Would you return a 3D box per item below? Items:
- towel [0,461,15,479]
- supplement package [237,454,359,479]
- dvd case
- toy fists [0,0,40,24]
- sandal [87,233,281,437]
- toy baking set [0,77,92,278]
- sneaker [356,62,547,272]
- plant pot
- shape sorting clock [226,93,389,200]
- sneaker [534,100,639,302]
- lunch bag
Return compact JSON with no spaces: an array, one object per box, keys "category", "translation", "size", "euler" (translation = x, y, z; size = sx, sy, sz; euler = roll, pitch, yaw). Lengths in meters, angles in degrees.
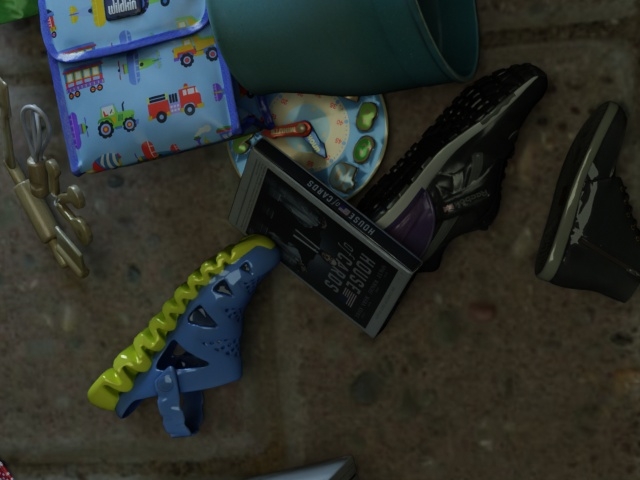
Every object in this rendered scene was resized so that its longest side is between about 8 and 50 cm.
[{"category":"towel","translation":[-0.511,0.340,1.955],"size":[0.199,0.031,0.275],"euler":[-40,84,14]},{"category":"supplement package","translation":[-0.086,0.375,1.761],"size":[0.261,0.204,0.145],"euler":[-15,91,14]},{"category":"dvd case","translation":[0.000,0.000,1.742],"size":[0.238,0.179,0.029],"euler":[39,60,9]},{"category":"toy fists","translation":[-0.329,-0.365,1.826],"size":[0.279,0.096,0.142],"euler":[-12,104,13]},{"category":"sandal","translation":[-0.144,0.125,1.808],"size":[0.138,0.126,0.317],"euler":[42,111,5]},{"category":"toy baking set","translation":[-0.343,-0.077,1.822],"size":[0.030,0.197,0.256],"euler":[-27,82,-29]},{"category":"sneaker","translation":[0.177,-0.083,1.733],"size":[0.283,0.107,0.124],"euler":[-44,110,7]},{"category":"plant pot","translation":[0.018,-0.280,1.668],"size":[0.255,0.271,0.272],"euler":[-14,91,21]},{"category":"shape sorting clock","translation":[-0.018,-0.138,1.791],"size":[0.206,0.040,0.206],"euler":[1,95,14]},{"category":"sneaker","translation":[0.338,-0.044,1.701],"size":[0.118,0.083,0.222],"euler":[19,92,-7]},{"category":"lunch bag","translation":[-0.208,-0.246,1.745],"size":[0.221,0.138,0.293],"euler":[-13,93,17]}]
